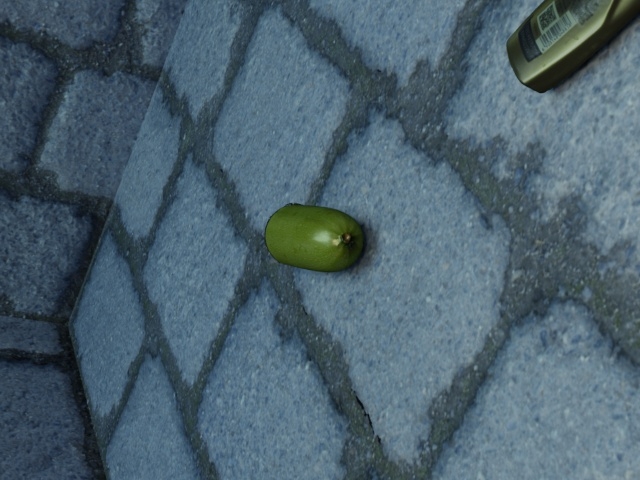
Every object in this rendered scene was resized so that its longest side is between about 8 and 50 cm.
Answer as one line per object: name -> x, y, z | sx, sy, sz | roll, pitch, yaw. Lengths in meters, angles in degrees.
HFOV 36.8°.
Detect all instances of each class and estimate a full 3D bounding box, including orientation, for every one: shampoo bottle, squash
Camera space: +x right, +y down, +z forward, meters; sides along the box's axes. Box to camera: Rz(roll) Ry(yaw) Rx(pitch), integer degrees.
shampoo bottle -> 0.408, -0.356, 1.361 | 0.350, 0.084, 0.126 | -45, 42, 42
squash -> 0.000, 0.000, 1.879 | 0.247, 0.132, 0.133 | 13, 91, 59
